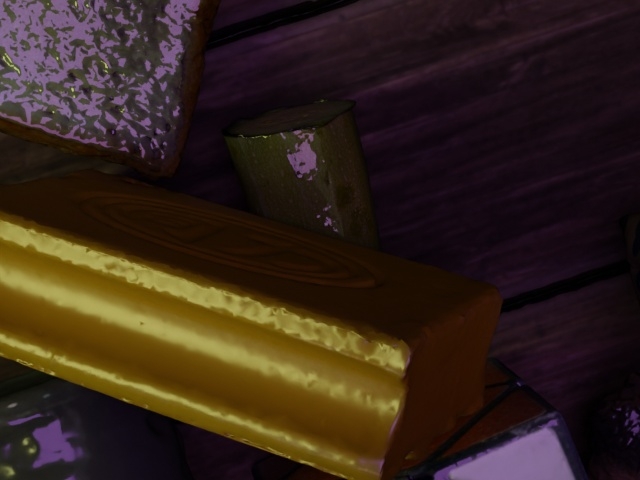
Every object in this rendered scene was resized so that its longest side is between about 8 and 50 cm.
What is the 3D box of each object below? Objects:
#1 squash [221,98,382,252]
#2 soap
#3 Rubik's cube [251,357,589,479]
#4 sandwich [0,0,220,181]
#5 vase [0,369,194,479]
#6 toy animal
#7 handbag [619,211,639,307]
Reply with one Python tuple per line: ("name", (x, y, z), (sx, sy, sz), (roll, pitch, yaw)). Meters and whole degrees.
("squash", (0.000, 0.000, 1.271), (0.095, 0.095, 0.188), (-15, 103, -5))
("soap", (-0.064, 0.043, 1.149), (0.324, 0.204, 0.096), (17, 104, 19))
("Rubik's cube", (0.088, 0.225, 1.246), (0.207, 0.205, 0.205), (-25, 99, -5))
("sandwich", (-0.163, -0.186, 1.227), (0.226, 0.087, 0.251), (18, 94, -8))
("vase", (-0.149, 0.228, 1.211), (0.245, 0.245, 0.291), (-16, 93, -5))
("toy animal", (0.230, 0.190, 1.332), (0.069, 0.086, 0.220), (-21, 117, -2))
("handbag", (0.338, 0.042, 1.264), (0.251, 0.193, 0.190), (-10, 100, -6))
